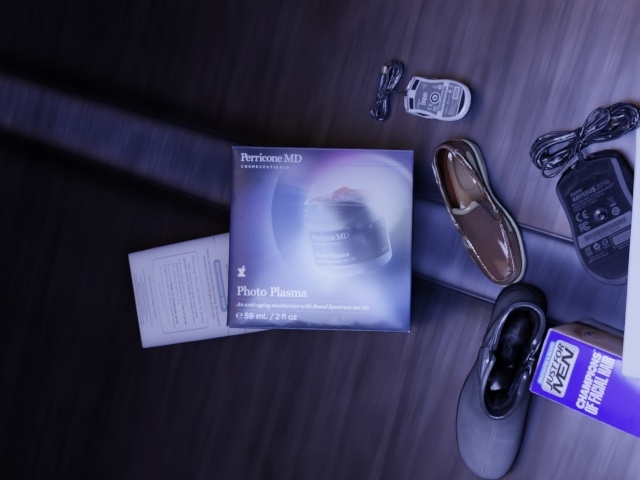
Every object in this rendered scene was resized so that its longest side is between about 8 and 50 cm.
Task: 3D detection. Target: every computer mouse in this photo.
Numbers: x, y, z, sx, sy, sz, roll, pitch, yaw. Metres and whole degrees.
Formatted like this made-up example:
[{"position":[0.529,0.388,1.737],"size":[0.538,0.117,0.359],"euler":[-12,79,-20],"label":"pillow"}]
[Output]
[{"position":[0.175,-0.239,1.833],"size":[0.193,0.042,0.106],"euler":[18,97,36],"label":"computer mouse"},{"position":[0.440,-0.059,1.662],"size":[0.188,0.072,0.272],"euler":[-24,67,32],"label":"computer mouse"}]

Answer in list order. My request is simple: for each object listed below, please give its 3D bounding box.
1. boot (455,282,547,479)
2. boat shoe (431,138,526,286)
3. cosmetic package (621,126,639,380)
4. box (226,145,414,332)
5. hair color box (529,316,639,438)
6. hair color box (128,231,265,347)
[{"position":[0.268,0.236,1.668],"size":[0.118,0.223,0.338],"euler":[9,101,10],"label":"boot"},{"position":[0.245,-0.042,1.762],"size":[0.095,0.095,0.257],"euler":[-31,76,29],"label":"boat shoe"},{"position":[0.629,0.024,1.389],"size":[0.393,0.327,0.329],"euler":[6,96,32],"label":"cosmetic package"},{"position":[0.000,0.000,1.787],"size":[0.296,0.183,0.294],"euler":[1,86,1],"label":"box"},{"position":[0.495,0.223,1.564],"size":[0.339,0.185,0.110],"euler":[20,102,29],"label":"hair color box"},{"position":[-0.171,0.082,2.018],"size":[0.374,0.113,0.185],"euler":[-11,87,32],"label":"hair color box"}]
